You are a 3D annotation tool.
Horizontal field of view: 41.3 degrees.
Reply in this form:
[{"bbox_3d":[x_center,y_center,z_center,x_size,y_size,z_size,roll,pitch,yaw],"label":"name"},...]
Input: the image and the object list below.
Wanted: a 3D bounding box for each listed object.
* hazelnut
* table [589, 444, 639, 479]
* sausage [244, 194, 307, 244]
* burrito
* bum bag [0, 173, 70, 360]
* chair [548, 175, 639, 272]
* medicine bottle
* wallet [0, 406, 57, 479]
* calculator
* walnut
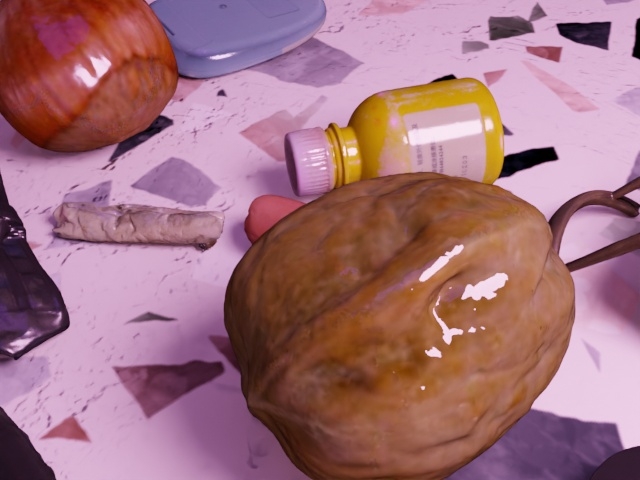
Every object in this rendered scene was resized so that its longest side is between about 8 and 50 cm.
[{"bbox_3d":[-0.271,-0.200,0.946,0.214,0.176,0.214,10,73,-33],"label":"hazelnut"},{"bbox_3d":[0.257,0.218,0.623,0.133,0.043,0.133,0,45,0],"label":"table"},{"bbox_3d":[0.000,0.000,0.832,0.154,0.062,0.062,18,48,18],"label":"sausage"},{"bbox_3d":[-0.187,-0.018,0.869,0.185,0.041,0.045,2,54,6],"label":"burrito"},{"bbox_3d":[-0.351,0.004,0.827,0.137,0.074,0.310,-15,46,-28],"label":"bum bag"},{"bbox_3d":[0.352,0.007,0.758,0.166,0.272,0.188,53,55,-11],"label":"chair"},{"bbox_3d":[0.072,-0.096,0.887,0.212,0.122,0.122,-11,46,-9],"label":"medicine bottle"},{"bbox_3d":[-0.262,0.268,0.579,0.247,0.041,0.323,-32,49,-29],"label":"wallet"},{"bbox_3d":[-0.133,-0.289,1.140,0.302,0.042,0.188,-23,50,-25],"label":"calculator"},{"bbox_3d":[0.065,0.060,0.651,0.283,0.283,0.227,-26,79,-24],"label":"walnut"}]
